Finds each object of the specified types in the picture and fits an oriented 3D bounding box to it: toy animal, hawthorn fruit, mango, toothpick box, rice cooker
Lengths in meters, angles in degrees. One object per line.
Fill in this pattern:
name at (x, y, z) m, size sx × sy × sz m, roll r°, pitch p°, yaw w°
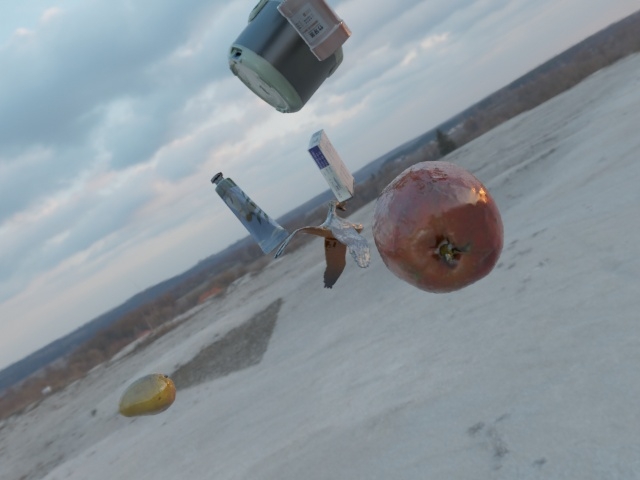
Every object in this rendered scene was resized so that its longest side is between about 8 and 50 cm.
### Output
toy animal at (0.007, -0.019, 1.804) m, size 0.225 × 0.284 × 0.301 m, roll -40°, pitch 32°, yaw 54°
hawthorn fruit at (0.239, -0.020, 1.083) m, size 0.276 × 0.275 × 0.299 m, roll -29°, pitch 15°, yaw 12°
mango at (-0.338, 0.304, 1.028) m, size 0.114 × 0.080 × 0.060 m, roll -32°, pitch -19°, yaw 3°
toothpick box at (-0.013, -0.492, 1.181) m, size 0.098 × 0.149 × 0.098 m, roll -36°, pitch 25°, yaw 19°
rice cooker at (-0.113, -0.637, 1.780) m, size 0.325 × 0.335 × 0.335 m, roll -53°, pitch 6°, yaw -4°

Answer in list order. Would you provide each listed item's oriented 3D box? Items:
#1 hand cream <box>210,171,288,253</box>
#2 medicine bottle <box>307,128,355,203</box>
hand cream at (-0.213, -0.088, 1.534) m, size 0.091 × 0.271 × 0.058 m, roll -42°, pitch -3°, yaw 3°
medicine bottle at (0.038, -0.233, 1.632) m, size 0.052 × 0.201 × 0.171 m, roll -27°, pitch 23°, yaw 18°
